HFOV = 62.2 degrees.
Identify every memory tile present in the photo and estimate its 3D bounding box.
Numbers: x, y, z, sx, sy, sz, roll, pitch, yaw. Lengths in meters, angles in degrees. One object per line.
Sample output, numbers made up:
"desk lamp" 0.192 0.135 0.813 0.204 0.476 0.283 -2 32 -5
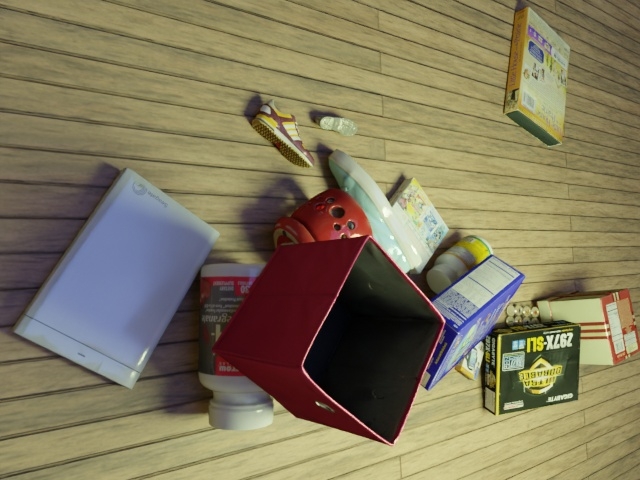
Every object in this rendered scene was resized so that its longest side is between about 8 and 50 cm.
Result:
"memory tile" 0.684 0.276 1.796 0.147 0.012 0.113 7 82 -22

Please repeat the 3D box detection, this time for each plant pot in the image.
"plant pot" 0.000 0.000 1.218 0.174 0.191 0.191 -32 105 -28

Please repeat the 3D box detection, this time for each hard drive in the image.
"hard drive" -0.371 0.070 1.015 0.233 0.047 0.353 39 64 -28

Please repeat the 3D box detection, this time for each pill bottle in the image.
"pill bottle" -0.159 0.208 1.081 0.176 0.176 0.319 4 83 -37
"pill bottle" 0.407 0.076 1.560 0.208 0.117 0.118 -30 104 -36

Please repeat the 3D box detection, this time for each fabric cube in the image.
"fabric cube" 0.017 0.171 0.949 0.254 0.258 0.259 47 58 -29

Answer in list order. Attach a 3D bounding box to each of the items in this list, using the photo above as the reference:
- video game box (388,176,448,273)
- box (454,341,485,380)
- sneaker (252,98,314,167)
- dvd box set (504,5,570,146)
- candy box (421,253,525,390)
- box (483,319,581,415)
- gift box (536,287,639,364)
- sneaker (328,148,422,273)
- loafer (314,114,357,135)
"video game box" 0.260 -0.042 1.503 0.187 0.048 0.205 -49 114 -26
"box" 0.466 0.352 1.635 0.081 0.028 0.136 37 67 -28
"sneaker" -0.071 -0.252 1.257 0.185 0.069 0.084 41 69 -28
"dvd box set" 0.809 -0.599 1.961 0.307 0.062 0.421 19 74 -35
"candy box" 0.380 0.217 1.436 0.317 0.122 0.268 -28 146 -34
"box" 0.671 0.397 1.678 0.321 0.079 0.258 -2 95 -19
"gift box" 0.903 0.315 1.824 0.254 0.258 0.277 -1 83 -37
"sneaker" 0.104 -0.052 1.340 0.150 0.135 0.366 -35 92 -3
"loafer" 0.040 -0.302 1.366 0.125 0.039 0.045 5 117 -40
